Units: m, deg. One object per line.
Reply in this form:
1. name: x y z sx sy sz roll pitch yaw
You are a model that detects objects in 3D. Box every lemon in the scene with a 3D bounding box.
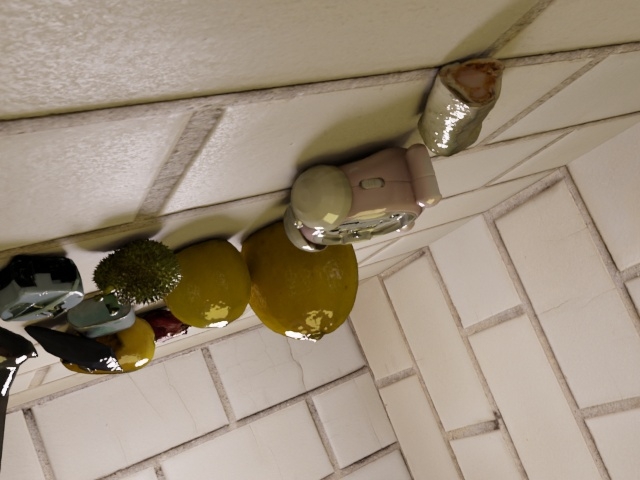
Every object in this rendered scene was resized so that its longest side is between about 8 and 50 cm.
1. lemon: -0.052 0.122 1.949 0.364 0.364 0.364 -21 170 -4
2. lemon: -0.294 0.125 1.799 0.240 0.219 0.240 -24 174 -3

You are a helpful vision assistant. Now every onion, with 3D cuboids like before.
1. onion: -0.558 0.303 2.415 0.284 0.120 0.227 -23 176 33

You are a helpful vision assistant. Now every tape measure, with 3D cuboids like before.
1. tape measure: -0.579 0.103 1.412 0.182 0.107 0.181 -33 159 35

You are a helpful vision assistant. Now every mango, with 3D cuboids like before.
1. mango: -0.688 0.352 2.219 0.365 0.182 0.253 -22 163 27

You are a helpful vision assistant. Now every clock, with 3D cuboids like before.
1. clock: 0.080 -0.090 1.613 0.326 0.184 0.342 -16 163 -11

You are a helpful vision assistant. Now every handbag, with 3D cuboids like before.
1. handbag: -0.702 0.316 1.981 0.254 0.088 0.211 17 158 1

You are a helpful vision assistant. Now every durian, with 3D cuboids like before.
1. durian: -0.408 0.072 1.523 0.198 0.146 0.159 -13 -176 -17

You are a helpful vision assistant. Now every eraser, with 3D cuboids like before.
1. eraser: -0.624 0.220 1.975 0.174 0.081 0.227 -17 170 -16

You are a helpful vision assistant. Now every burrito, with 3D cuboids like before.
1. burrito: 0.275 -0.255 1.361 0.143 0.105 0.299 -25 168 -4

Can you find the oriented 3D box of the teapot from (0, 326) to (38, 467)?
1. teapot: -0.794 0.322 1.389 0.376 0.361 0.306 24 174 -33
